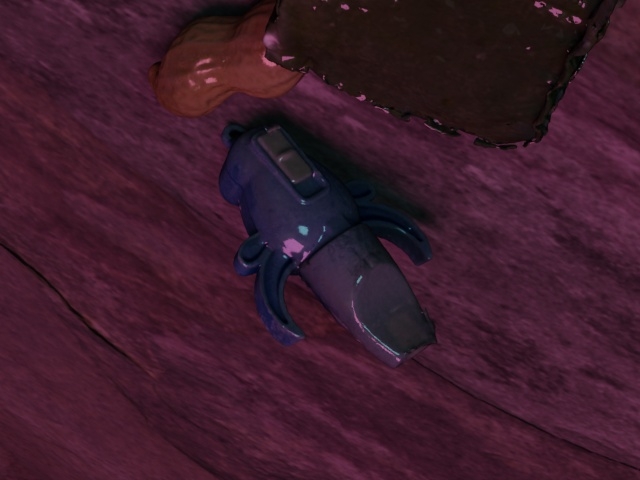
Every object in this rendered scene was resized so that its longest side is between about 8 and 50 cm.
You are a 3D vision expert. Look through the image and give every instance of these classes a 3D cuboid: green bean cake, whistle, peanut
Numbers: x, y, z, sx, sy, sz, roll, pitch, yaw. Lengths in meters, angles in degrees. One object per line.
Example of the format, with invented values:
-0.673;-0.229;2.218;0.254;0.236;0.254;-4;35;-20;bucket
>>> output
0.098;-0.197;1.462;0.241;0.132;0.255;20;144;-1;green bean cake
0.000;0.000;1.718;0.269;0.180;0.093;53;145;12;whistle
-0.072;-0.150;1.632;0.187;0.082;0.082;-13;132;34;peanut
